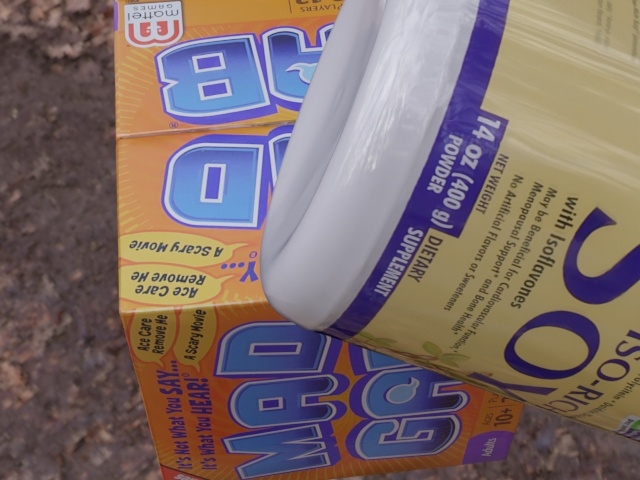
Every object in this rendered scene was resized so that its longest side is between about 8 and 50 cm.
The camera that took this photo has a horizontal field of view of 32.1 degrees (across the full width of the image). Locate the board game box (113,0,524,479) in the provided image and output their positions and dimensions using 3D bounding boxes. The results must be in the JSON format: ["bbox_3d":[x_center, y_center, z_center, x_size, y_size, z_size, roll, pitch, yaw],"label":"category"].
[{"bbox_3d":[0.000,0.000,1.095,0.356,0.356,0.356,-5,55,-5],"label":"board game box"}]

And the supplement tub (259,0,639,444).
[{"bbox_3d":[0.155,-0.020,0.615,0.331,0.241,0.241,20,48,-9],"label":"supplement tub"}]
